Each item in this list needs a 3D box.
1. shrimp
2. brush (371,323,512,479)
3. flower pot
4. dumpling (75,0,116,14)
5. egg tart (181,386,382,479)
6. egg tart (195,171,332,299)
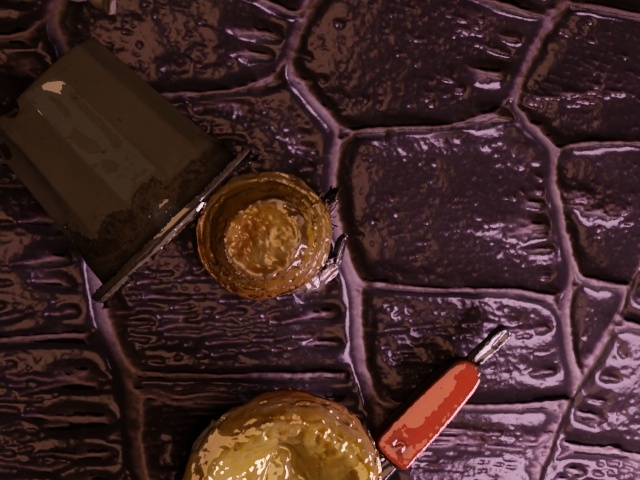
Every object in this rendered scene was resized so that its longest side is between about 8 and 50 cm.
[{"bbox_3d":[0.000,0.000,1.754,0.091,0.034,0.161,20,99,-29],"label":"shrimp"},{"bbox_3d":[0.168,0.245,1.841,0.323,0.051,0.070,-44,103,-4],"label":"brush"},{"bbox_3d":[-0.263,-0.095,1.541,0.259,0.290,0.290,44,83,-7],"label":"flower pot"},{"bbox_3d":[-0.258,-0.434,1.489,0.187,0.243,0.318,6,110,-50],"label":"dumpling"},{"bbox_3d":[-0.066,0.353,1.737,0.315,0.120,0.315,-2,95,-20],"label":"egg tart"},{"bbox_3d":[-0.077,-0.004,1.686,0.191,0.074,0.191,-1,100,-4],"label":"egg tart"}]
